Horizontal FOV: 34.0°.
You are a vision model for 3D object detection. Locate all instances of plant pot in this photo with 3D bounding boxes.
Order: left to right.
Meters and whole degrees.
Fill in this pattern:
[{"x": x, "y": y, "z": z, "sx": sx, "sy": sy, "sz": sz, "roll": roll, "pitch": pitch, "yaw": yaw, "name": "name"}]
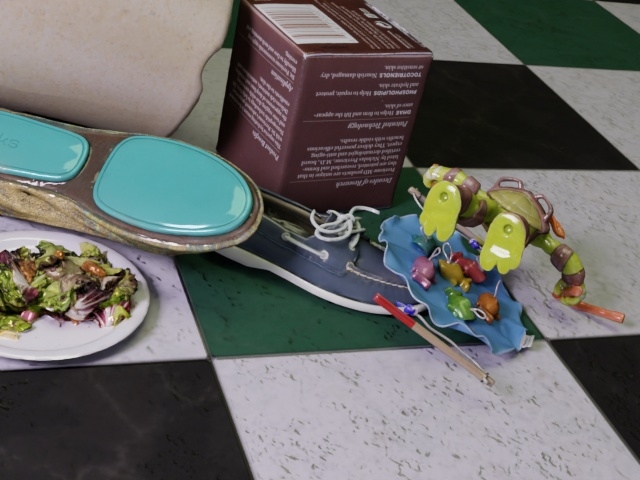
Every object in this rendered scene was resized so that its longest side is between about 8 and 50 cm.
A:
[{"x": -0.272, "y": -0.260, "z": 1.124, "sx": 0.306, "sy": 0.333, "sz": 0.333, "roll": 20, "pitch": 27, "yaw": -25, "name": "plant pot"}]

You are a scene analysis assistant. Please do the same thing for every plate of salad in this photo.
[{"x": -0.254, "y": 0.037, "z": 0.949, "sx": 0.200, "sy": 0.048, "sz": 0.200, "roll": 9, "pitch": 31, "yaw": -5, "name": "plate of salad"}]

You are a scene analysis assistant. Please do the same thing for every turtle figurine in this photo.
[{"x": 0.202, "y": -0.011, "z": 1.073, "sx": 0.269, "sy": 0.087, "sz": 0.217, "roll": 44, "pitch": 19, "yaw": 18, "name": "turtle figurine"}]

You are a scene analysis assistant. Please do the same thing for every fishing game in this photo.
[{"x": 0.141, "y": 0.037, "z": 1.046, "sx": 0.189, "sy": 0.041, "sz": 0.264, "roll": 38, "pitch": 27, "yaw": -3, "name": "fishing game"}]

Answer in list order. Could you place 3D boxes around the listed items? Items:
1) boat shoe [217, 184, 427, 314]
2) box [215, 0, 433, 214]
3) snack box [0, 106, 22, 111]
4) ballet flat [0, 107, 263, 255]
[{"x": 0.000, "y": 0.000, "z": 1.070, "sx": 0.255, "sy": 0.079, "sz": 0.095, "roll": 22, "pitch": 25, "yaw": 11, "name": "boat shoe"}, {"x": -0.002, "y": -0.158, "z": 1.205, "sx": 0.167, "sy": 0.203, "sz": 0.168, "roll": -7, "pitch": 37, "yaw": -30, "name": "box"}, {"x": -0.317, "y": -0.188, "z": 1.271, "sx": 0.178, "sy": 0.064, "sz": 0.022, "roll": -1, "pitch": 33, "yaw": -21, "name": "snack box"}, {"x": -0.212, "y": -0.048, "z": 1.035, "sx": 0.349, "sy": 0.123, "sz": 0.123, "roll": 15, "pitch": 31, "yaw": 14, "name": "ballet flat"}]
